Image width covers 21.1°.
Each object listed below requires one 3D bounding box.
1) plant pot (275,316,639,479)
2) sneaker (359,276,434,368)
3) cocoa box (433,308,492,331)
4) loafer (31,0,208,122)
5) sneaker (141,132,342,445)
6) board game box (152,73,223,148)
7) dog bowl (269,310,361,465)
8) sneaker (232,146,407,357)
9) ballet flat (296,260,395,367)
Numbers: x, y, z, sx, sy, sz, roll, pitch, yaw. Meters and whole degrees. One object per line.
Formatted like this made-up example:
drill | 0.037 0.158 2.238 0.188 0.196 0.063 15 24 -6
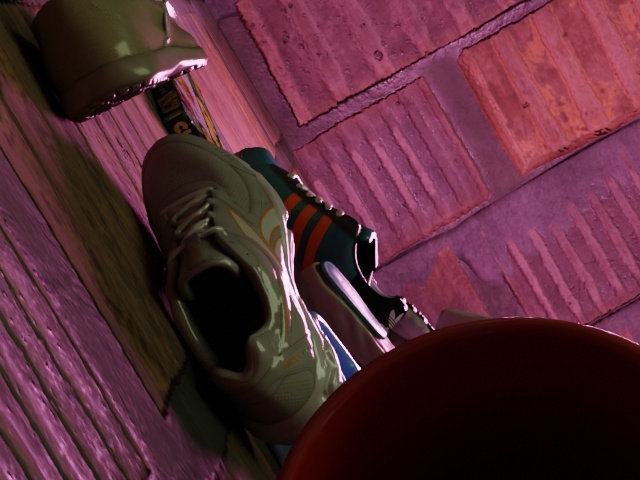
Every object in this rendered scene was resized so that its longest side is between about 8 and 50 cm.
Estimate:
plant pot | 0.119 0.210 1.027 0.275 0.275 0.243 62 -3 25
sneaker | 0.039 0.096 2.024 0.271 0.108 0.100 38 -13 49
cocoa box | 0.230 0.223 1.344 0.231 0.228 0.347 15 -8 37
loafer | -0.151 -0.152 1.288 0.268 0.102 0.092 -88 154 -82
sneaker | -0.070 0.012 1.199 0.262 0.099 0.121 61 8 33
board game box | -0.148 -0.146 1.851 0.136 0.030 0.259 60 3 -36
dog bowl | 0.020 0.162 1.385 0.166 0.074 0.297 63 5 37
sneaker | 0.000 0.000 1.981 0.302 0.121 0.108 62 4 27
ballet flat | 0.056 0.131 1.841 0.248 0.086 0.086 48 0 15
